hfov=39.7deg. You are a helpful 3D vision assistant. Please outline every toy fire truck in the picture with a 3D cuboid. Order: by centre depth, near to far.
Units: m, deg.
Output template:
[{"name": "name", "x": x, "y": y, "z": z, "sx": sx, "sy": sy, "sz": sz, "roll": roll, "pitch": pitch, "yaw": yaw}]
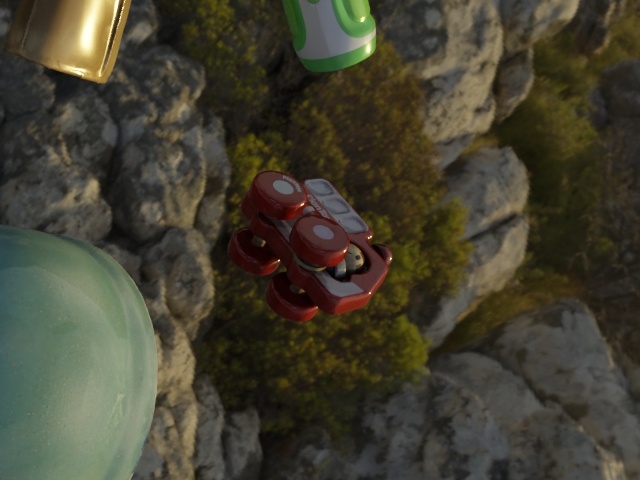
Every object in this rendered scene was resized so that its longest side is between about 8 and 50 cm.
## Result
[{"name": "toy fire truck", "x": 0.000, "y": 0.000, "z": 1.580, "sx": 0.253, "sy": 0.169, "sz": 0.302, "roll": -12, "pitch": 48, "yaw": -40}]

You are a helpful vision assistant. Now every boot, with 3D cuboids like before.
[{"name": "boot", "x": -0.185, "y": -0.284, "z": 0.850, "sx": 0.236, "sy": 0.089, "sz": 0.270, "roll": 2, "pitch": 106, "yaw": -67}]

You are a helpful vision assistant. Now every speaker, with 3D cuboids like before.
[{"name": "speaker", "x": -0.010, "y": -0.391, "z": 1.221, "sx": 0.131, "sy": 0.131, "sz": 0.297, "roll": -44, "pitch": 128, "yaw": -39}]

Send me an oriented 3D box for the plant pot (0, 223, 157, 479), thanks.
[{"name": "plant pot", "x": -0.307, "y": 0.109, "z": 0.708, "sx": 0.196, "sy": 0.292, "sz": 0.293, "roll": 34, "pitch": 48, "yaw": -59}]
